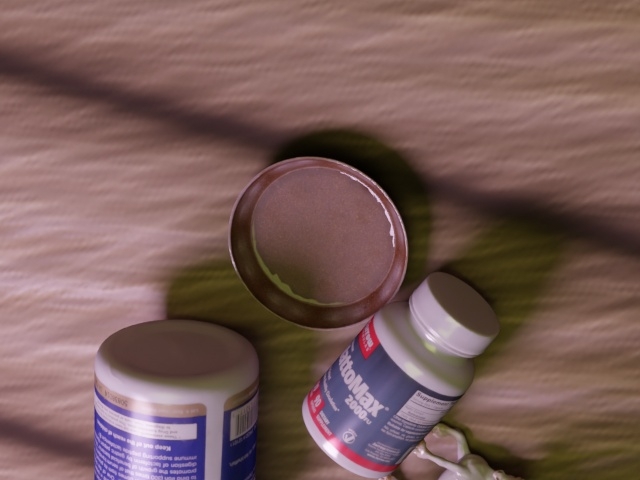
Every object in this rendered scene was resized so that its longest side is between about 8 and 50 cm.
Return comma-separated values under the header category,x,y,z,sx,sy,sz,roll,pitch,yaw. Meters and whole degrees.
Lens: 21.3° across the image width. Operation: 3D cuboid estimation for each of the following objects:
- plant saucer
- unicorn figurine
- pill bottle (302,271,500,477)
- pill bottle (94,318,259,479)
category,x,y,z,sx,sy,sz,roll,pitch,yaw
plant saucer,0.000,0.000,1.550,0.168,0.029,0.169,5,112,13
unicorn figurine,0.126,0.227,1.594,0.111,0.060,0.162,39,131,-3
pill bottle,0.075,0.118,1.532,0.108,0.108,0.180,38,114,-2
pill bottle,-0.137,0.221,1.601,0.153,0.153,0.265,8,112,12
